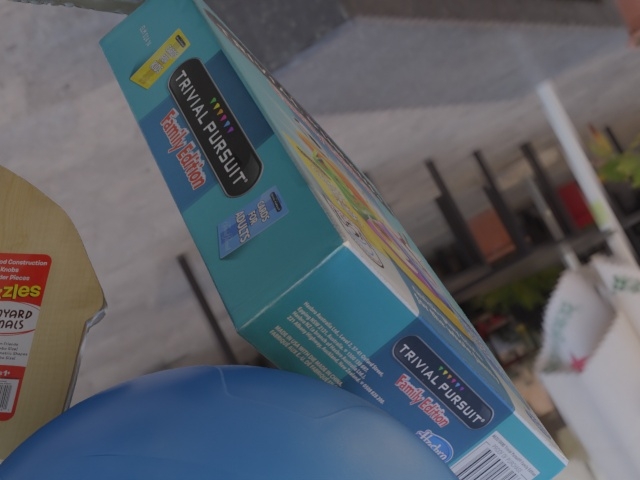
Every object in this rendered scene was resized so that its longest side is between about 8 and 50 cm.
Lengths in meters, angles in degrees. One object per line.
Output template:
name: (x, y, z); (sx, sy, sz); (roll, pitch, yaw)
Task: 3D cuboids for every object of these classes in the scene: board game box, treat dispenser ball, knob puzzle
board game box: (0.000, 0.000, 0.912); (0.079, 0.336, 0.254); (-39, 130, 7)
treat dispenser ball: (-0.046, 0.203, 0.667); (0.288, 0.288, 0.288); (-27, 170, -5)
knob puzzle: (-0.214, 0.038, 0.809); (0.213, 0.213, 0.030); (-26, 148, -8)

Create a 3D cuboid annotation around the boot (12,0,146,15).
boot: (-0.176, -0.277, 1.022); (0.189, 0.076, 0.209); (2, 116, -20)
